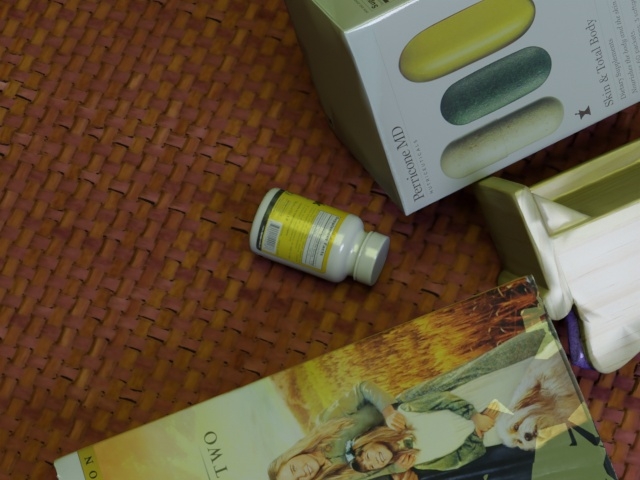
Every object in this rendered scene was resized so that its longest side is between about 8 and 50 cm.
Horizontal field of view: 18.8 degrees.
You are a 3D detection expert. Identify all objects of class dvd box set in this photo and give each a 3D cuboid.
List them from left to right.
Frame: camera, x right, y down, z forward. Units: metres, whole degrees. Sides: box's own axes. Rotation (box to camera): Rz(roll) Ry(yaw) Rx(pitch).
[{"bbox_3d":[0.028,0.238,1.521,0.420,0.062,0.307,-21,66,3],"label":"dvd box set"}]

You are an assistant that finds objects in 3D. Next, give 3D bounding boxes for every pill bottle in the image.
[{"bbox_3d":[0.000,0.000,1.742,0.116,0.065,0.065,20,68,12],"label":"pill bottle"}]

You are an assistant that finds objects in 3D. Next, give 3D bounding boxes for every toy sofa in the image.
[{"bbox_3d":[0.329,-0.035,1.687,0.362,0.150,0.177,-24,101,-7],"label":"toy sofa"}]

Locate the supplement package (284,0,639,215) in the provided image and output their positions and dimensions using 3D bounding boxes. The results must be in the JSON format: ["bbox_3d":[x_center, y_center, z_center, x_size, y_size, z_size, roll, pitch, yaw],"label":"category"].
[{"bbox_3d":[0.128,-0.194,1.713,0.263,0.199,0.198,-26,35,-8],"label":"supplement package"}]
